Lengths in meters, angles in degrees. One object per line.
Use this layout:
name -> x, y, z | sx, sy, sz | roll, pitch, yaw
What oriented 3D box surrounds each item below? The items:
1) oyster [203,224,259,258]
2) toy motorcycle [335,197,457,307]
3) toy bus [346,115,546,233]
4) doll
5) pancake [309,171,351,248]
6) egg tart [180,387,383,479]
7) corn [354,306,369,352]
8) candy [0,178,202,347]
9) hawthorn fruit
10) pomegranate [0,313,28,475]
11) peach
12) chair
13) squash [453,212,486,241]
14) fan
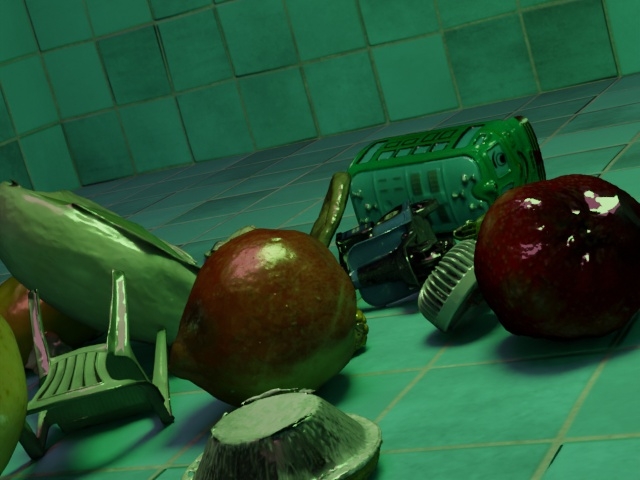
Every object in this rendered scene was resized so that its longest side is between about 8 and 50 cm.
oyster -> -0.187, 0.003, 2.723 | 0.121, 0.045, 0.146 | 0, 26, 42
toy motorcycle -> 0.111, 0.029, 2.053 | 0.212, 0.125, 0.358 | -23, 8, 7
toy bus -> 0.220, -0.107, 2.367 | 0.343, 0.184, 0.199 | -8, 17, 35
doll -> -0.532, 0.157, 2.208 | 0.423, 0.161, 0.348 | -11, 25, 16
pancake -> -0.001, -0.001, 2.080 | 0.042, 0.236, 0.222 | 19, -1, -1
egg tart -> -0.047, 0.226, 1.375 | 0.234, 0.094, 0.234 | -15, 14, 4
corn -> -0.032, 0.092, 1.891 | 0.102, 0.102, 0.313 | -20, 22, -22
candy -> -0.317, 0.054, 2.013 | 0.426, 0.186, 0.386 | 23, -4, 8
hawthorn fruit -> 0.296, 0.024, 1.626 | 0.230, 0.210, 0.266 | -25, -1, -16
pomegranate -> -0.540, 0.199, 1.510 | 0.411, 0.412, 0.411 | -15, 12, 3
peach -> -0.081, 0.111, 1.655 | 0.256, 0.232, 0.232 | -19, 12, -10
chair -> -0.317, 0.181, 1.736 | 0.203, 0.191, 0.275 | -16, 40, 0
squash -> 0.377, -0.033, 2.103 | 0.318, 0.071, 0.080 | -6, 50, 25
fan -> 0.214, 0.058, 1.801 | 0.074, 0.130, 0.244 | 37, 18, 16
